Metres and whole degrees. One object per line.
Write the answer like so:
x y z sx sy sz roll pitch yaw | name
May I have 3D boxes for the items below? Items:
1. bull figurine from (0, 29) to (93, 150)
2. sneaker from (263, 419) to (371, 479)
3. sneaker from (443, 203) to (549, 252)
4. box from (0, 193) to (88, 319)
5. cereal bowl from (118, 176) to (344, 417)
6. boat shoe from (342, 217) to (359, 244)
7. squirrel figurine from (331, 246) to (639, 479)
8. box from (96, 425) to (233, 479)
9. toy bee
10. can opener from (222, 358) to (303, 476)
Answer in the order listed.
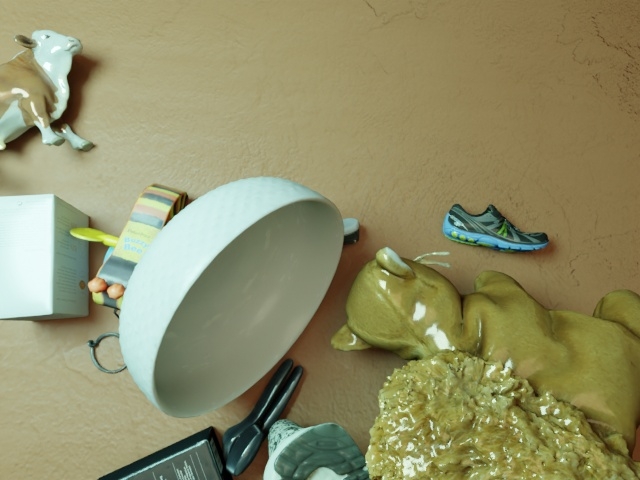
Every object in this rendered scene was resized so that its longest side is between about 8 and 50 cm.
-0.497 -0.204 0.718 0.311 0.101 0.188 -35 87 -12 | bull figurine
0.022 0.424 0.627 0.158 0.182 0.409 -17 95 -19 | sneaker
0.313 -0.023 0.788 0.189 0.067 0.078 13 84 -1 | sneaker
-0.416 0.031 0.667 0.091 0.130 0.170 -3 79 -8 | box
-0.123 0.058 0.610 0.141 0.339 0.338 32 77 25 | cereal bowl
0.000 0.000 0.762 0.142 0.049 0.040 -15 120 -4 | boat shoe
0.194 0.166 0.585 0.371 0.280 0.397 31 34 5 | squirrel figurine
-0.195 0.432 0.630 0.185 0.103 0.261 -21 83 -13 | box
-0.269 0.045 0.666 0.196 0.162 0.297 -3 80 -9 | toy bee
-0.085 0.271 0.696 0.186 0.073 0.059 -54 130 -25 | can opener
